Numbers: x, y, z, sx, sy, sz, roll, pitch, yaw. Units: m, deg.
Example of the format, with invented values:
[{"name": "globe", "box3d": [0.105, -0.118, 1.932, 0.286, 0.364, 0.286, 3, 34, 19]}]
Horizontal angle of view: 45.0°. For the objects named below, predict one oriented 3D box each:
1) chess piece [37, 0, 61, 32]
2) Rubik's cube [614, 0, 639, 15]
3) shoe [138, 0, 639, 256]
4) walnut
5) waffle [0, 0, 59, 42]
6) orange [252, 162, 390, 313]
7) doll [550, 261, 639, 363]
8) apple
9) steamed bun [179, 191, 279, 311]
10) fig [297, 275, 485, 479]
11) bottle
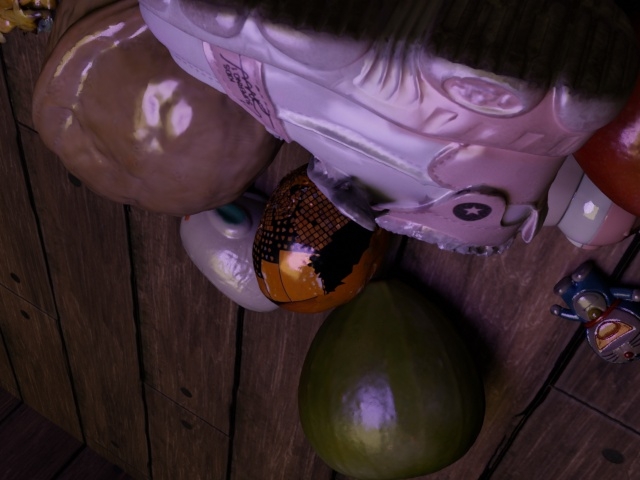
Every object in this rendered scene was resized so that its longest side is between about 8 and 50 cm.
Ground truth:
[{"name": "chess piece", "box3d": [-0.386, -0.351, 1.163, 0.059, 0.149, 0.059, 22, 136, 22]}, {"name": "Rubik's cube", "box3d": [0.130, -0.277, 0.689, 0.310, 0.307, 0.305, 39, 139, 1]}, {"name": "shoe", "box3d": [0.024, -0.105, 0.555, 0.351, 0.172, 0.198, 24, 140, 17]}, {"name": "walnut", "box3d": [-0.198, -0.208, 1.013, 0.381, 0.381, 0.381, 22, 138, 22]}, {"name": "waffle", "box3d": [-0.432, -0.481, 1.030, 0.382, 0.095, 0.379, -31, 85, 44]}, {"name": "orange", "box3d": [0.000, 0.000, 1.118, 0.182, 0.234, 0.234, 35, 141, 8]}, {"name": "doll", "box3d": [0.379, 0.102, 1.018, 0.152, 0.085, 0.114, 50, 123, 5]}, {"name": "apple", "box3d": [0.340, -0.126, 0.724, 0.218, 0.201, 0.218, 8, 128, 11]}, {"name": "steamed bun", "box3d": [-0.118, 0.005, 1.270, 0.228, 0.177, 0.131, 42, 115, -1]}, {"name": "fig", "box3d": [0.109, 0.211, 1.207, 0.316, 0.316, 0.316, 22, 138, 22]}, {"name": "bottle", "box3d": [0.270, -0.073, 0.900, 0.236, 0.147, 0.147, 23, 139, 9]}]
